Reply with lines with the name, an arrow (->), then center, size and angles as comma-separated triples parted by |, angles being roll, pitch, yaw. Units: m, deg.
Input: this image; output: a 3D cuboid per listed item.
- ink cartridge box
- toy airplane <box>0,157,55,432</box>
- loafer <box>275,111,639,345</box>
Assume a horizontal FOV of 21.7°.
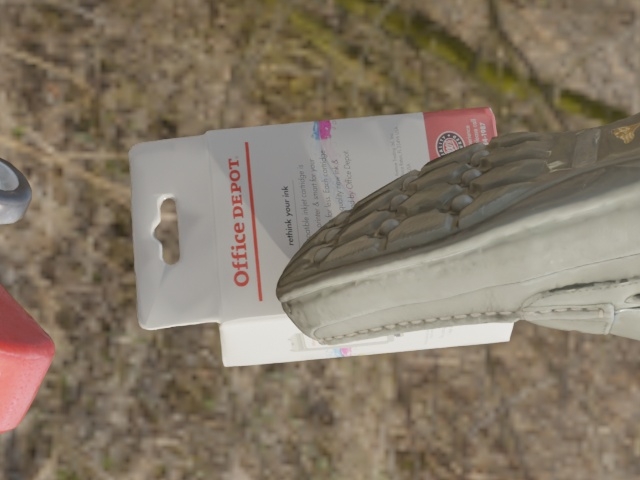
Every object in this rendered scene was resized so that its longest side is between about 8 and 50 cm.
ink cartridge box -> 0.000, 0.000, 0.897 | 0.067, 0.198, 0.115 | 90, -5, -65
toy airplane -> -0.380, -0.024, 0.936 | 0.272, 0.384, 0.386 | -71, 146, -68
loafer -> 0.130, 0.003, 0.764 | 0.111, 0.319, 0.112 | 64, 28, -20
